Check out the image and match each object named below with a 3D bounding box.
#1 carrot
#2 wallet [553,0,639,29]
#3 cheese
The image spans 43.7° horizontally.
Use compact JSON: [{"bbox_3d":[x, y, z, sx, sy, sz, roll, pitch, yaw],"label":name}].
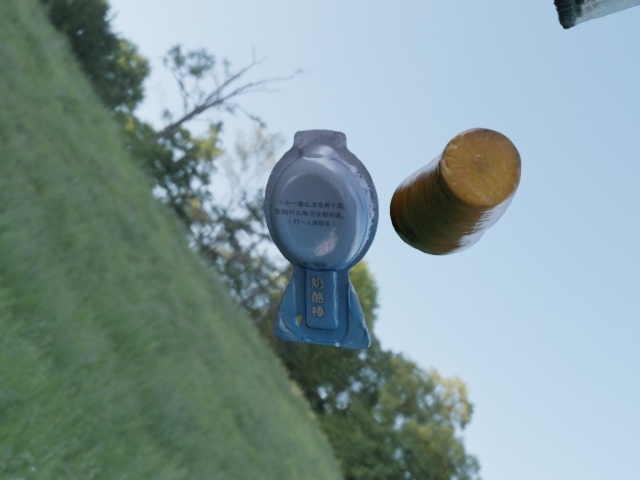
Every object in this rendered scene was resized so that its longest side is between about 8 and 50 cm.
[{"bbox_3d":[0.111,-0.032,0.669,0.087,0.087,0.193,51,-9,-1],"label":"carrot"},{"bbox_3d":[0.110,-0.148,0.279,0.026,0.088,0.129,-128,-159,-62],"label":"wallet"},{"bbox_3d":[0.000,0.000,0.882,0.135,0.052,0.245,5,-76,22],"label":"cheese"}]
